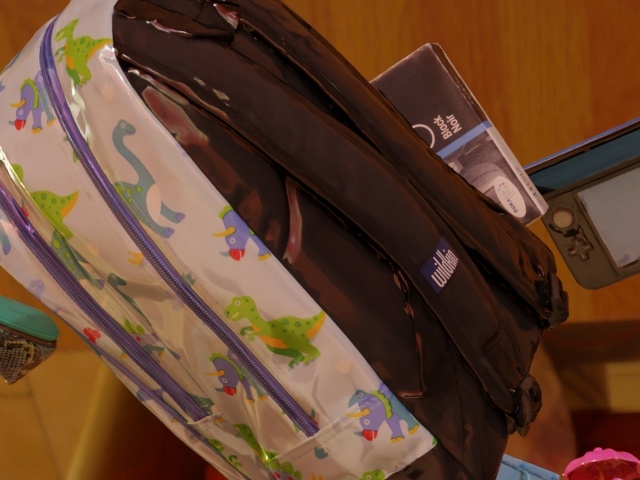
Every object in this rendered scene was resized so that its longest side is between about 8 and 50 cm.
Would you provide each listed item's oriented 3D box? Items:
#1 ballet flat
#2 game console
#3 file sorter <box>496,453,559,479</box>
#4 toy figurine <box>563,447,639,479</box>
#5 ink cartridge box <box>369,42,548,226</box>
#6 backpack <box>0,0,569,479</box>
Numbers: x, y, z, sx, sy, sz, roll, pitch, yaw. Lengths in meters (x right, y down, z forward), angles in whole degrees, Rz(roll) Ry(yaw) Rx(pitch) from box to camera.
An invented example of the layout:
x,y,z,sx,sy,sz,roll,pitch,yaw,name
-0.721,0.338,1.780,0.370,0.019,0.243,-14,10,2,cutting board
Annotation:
x,y,z,sx,sy,sz,roll,pitch,yaw,name
-0.272,0.051,1.081,0.070,0.070,0.188,-36,127,29,ballet flat
0.401,-0.051,1.964,0.293,0.173,0.250,-23,107,27,game console
0.159,0.262,1.459,0.170,0.104,0.118,23,87,-22,file sorter
0.291,0.294,1.572,0.130,0.173,0.159,20,89,-44,toy figurine
0.000,0.000,1.237,0.333,0.065,0.165,-35,89,14,ink cartridge box
-0.043,-0.011,0.964,0.273,0.290,0.355,-21,116,31,backpack
